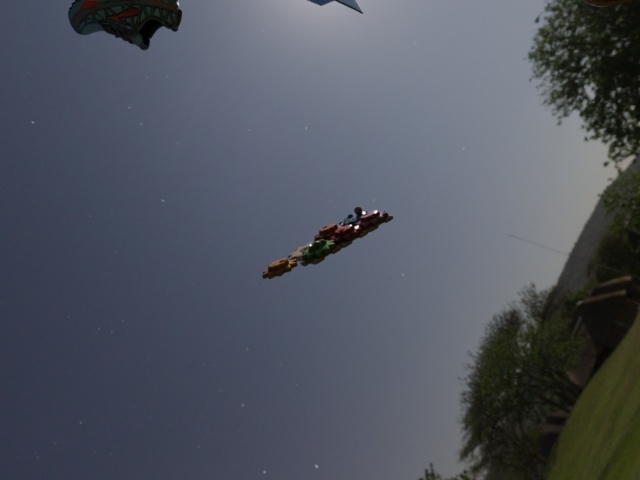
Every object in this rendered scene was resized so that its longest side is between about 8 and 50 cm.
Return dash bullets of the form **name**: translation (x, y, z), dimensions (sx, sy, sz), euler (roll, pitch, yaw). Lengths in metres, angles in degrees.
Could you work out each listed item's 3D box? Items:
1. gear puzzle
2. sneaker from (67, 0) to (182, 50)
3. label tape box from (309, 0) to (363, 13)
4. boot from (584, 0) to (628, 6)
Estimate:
- **gear puzzle**: translation (0.000, 0.000, 1.031), dimensions (0.338, 0.175, 0.044), euler (-30, -74, -22)
- **sneaker**: translation (-0.434, -0.484, 0.948), dimensions (0.104, 0.261, 0.125), euler (-61, -41, -69)
- **label tape box**: translation (-0.057, -0.718, 1.111), dimensions (0.240, 0.106, 0.334), euler (-19, -99, -53)
- **boot**: translation (0.522, -0.442, 0.646), dimensions (0.109, 0.283, 0.220), euler (-50, -11, 2)
